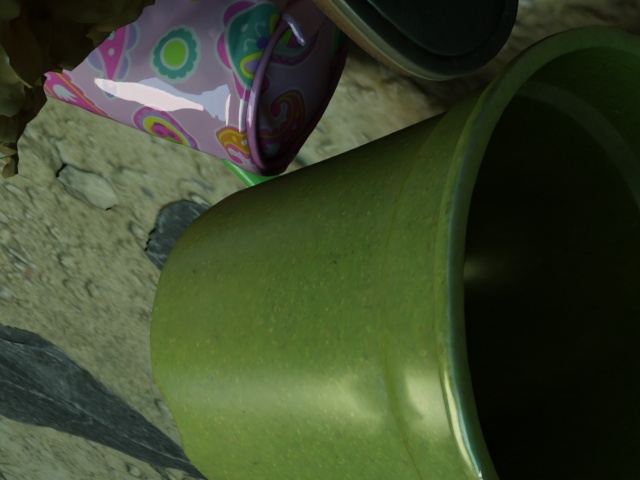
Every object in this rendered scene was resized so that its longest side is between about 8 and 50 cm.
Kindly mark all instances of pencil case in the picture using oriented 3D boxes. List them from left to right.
[{"bbox_3d":[-0.125,-0.137,0.952,0.284,0.124,0.124,24,149,21],"label":"pencil case"}]

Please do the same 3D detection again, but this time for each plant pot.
[{"bbox_3d":[0.057,0.048,0.851,0.254,0.276,0.276,-7,130,43],"label":"plant pot"}]

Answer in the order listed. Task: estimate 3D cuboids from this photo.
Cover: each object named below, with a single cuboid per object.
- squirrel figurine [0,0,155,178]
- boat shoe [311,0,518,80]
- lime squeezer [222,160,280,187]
[{"bbox_3d":[-0.106,-0.202,0.507,0.397,0.370,0.281,33,142,33],"label":"squirrel figurine"},{"bbox_3d":[-0.021,-0.204,0.764,0.307,0.111,0.104,56,159,-7],"label":"boat shoe"},{"bbox_3d":[0.000,0.000,1.107,0.310,0.059,0.110,49,178,-26],"label":"lime squeezer"}]
